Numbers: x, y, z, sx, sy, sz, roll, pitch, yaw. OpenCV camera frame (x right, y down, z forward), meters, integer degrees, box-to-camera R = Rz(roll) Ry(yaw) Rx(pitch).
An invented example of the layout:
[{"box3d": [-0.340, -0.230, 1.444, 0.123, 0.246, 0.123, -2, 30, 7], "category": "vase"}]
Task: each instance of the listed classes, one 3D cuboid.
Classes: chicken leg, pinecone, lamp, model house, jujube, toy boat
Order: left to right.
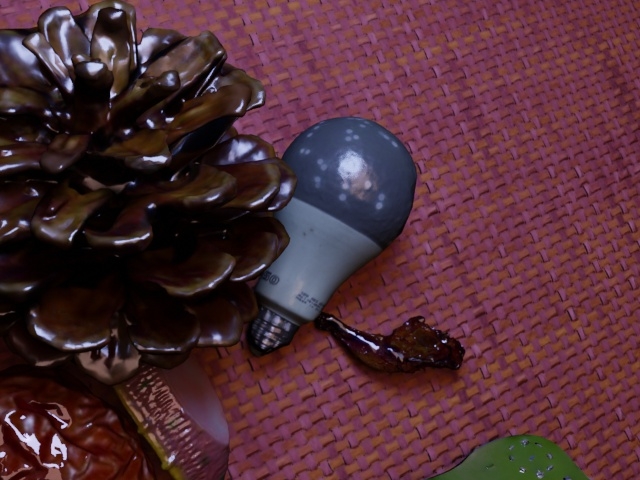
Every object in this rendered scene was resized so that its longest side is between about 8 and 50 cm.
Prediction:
[{"box3d": [-0.289, 0.250, 0.913, 0.232, 0.213, 0.213, 47, 66, -6], "category": "jujube"}, {"box3d": [-0.207, -0.055, 0.918, 0.398, 0.398, 0.397, 5, 74, -19], "category": "pinecone"}, {"box3d": [-0.183, 0.176, 1.033, 0.317, 0.099, 0.141, 62, 25, 4], "category": "toy boat"}, {"box3d": [0.006, -0.008, 1.100, 0.182, 0.182, 0.313, 29, 68, -11], "category": "lamp"}, {"box3d": [0.095, 0.135, 1.169, 0.205, 0.053, 0.093, 8, 50, -25], "category": "chicken leg"}, {"box3d": [0.219, 0.390, 1.117, 0.294, 0.153, 0.207, -15, 38, -31], "category": "model house"}]
